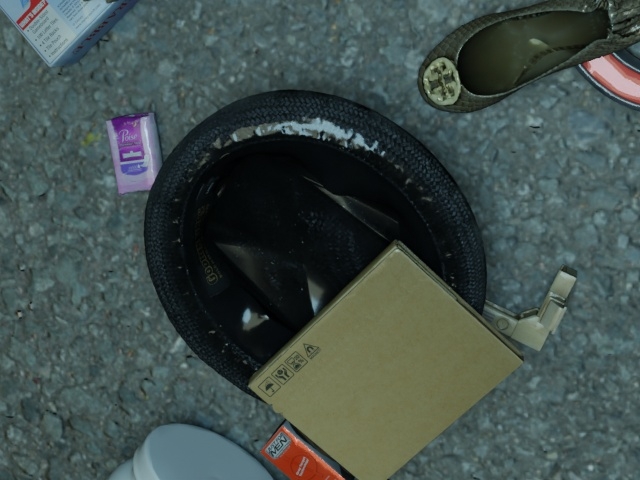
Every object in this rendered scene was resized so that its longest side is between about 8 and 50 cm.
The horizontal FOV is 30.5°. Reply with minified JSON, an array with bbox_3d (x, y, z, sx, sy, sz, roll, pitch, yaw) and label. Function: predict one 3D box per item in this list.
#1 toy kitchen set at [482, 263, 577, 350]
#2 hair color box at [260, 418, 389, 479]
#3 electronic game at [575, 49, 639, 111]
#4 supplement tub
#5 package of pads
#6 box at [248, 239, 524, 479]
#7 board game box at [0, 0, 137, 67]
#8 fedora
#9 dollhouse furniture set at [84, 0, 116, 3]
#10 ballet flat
[{"bbox_3d":[0.202,0.059,1.153,0.075,0.068,0.083,26,106,7],"label":"toy kitchen set"},{"bbox_3d":[0.010,0.242,1.236,0.141,0.072,0.043,40,108,2],"label":"hair color box"},{"bbox_3d":[0.328,-0.228,1.074,0.229,0.048,0.229,3,102,12],"label":"electronic game"},{"bbox_3d":[-0.176,0.350,1.240,0.191,0.191,0.272,34,107,5],"label":"supplement tub"},{"bbox_3d":[-0.193,-0.091,1.235,0.050,0.032,0.083,-6,100,12],"label":"package of pads"},{"bbox_3d":[0.059,0.121,1.085,0.164,0.021,0.201,42,109,-12],"label":"box"},{"bbox_3d":[-0.254,-0.396,1.167,0.318,0.066,0.318,-40,91,17],"label":"board game box"},{"bbox_3d":[0.000,0.000,1.136,0.334,0.152,0.334,2,112,4],"label":"fedora"},{"bbox_3d":[-0.140,-0.411,0.989,0.173,0.303,0.356,-19,99,-21],"label":"dollhouse furniture set"},{"bbox_3d":[0.192,-0.178,1.085,0.250,0.058,0.084,-15,99,33],"label":"ballet flat"}]
